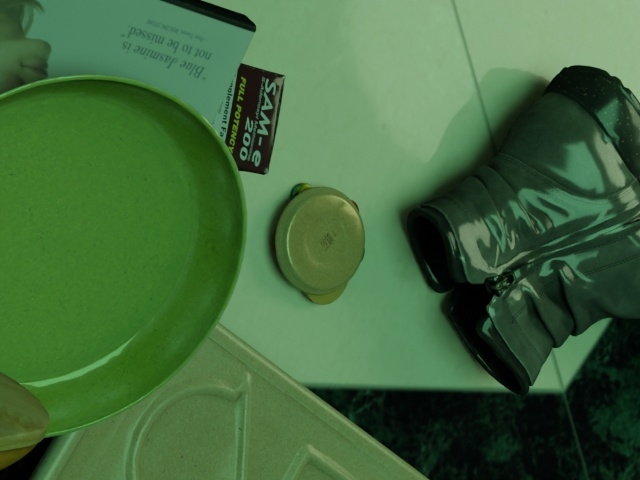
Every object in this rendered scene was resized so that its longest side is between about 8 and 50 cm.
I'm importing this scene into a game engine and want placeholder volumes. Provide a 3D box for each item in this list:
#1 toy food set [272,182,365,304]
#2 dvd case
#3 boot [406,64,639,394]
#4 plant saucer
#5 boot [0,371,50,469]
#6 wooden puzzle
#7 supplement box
[{"bbox_3d":[0.000,0.000,1.386,0.083,0.020,0.082,37,72,-30],"label":"toy food set"},{"bbox_3d":[-0.165,-0.045,1.125,0.180,0.022,0.253,15,110,-35],"label":"dvd case"},{"bbox_3d":[0.219,0.049,1.501,0.223,0.118,0.338,-45,106,-20],"label":"boot"},{"bbox_3d":[-0.160,0.007,1.117,0.241,0.037,0.241,-15,123,-24],"label":"plant saucer"},{"bbox_3d":[-0.293,0.167,0.980,0.295,0.104,0.211,-2,121,-47],"label":"boot"},{"bbox_3d":[-0.094,0.242,1.310,0.348,0.080,0.322,41,71,-35],"label":"wooden puzzle"},{"bbox_3d":[-0.158,-0.100,1.203,0.239,0.130,0.073,14,85,-35],"label":"supplement box"}]
